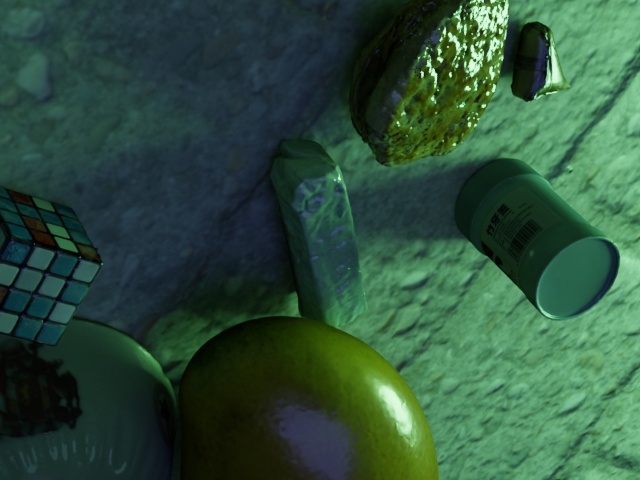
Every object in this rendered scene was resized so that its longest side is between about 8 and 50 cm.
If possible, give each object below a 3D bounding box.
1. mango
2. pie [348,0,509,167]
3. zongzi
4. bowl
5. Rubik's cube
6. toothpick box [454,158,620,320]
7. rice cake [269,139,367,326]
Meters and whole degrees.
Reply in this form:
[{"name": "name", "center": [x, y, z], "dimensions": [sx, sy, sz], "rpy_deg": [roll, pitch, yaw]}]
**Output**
[{"name": "mango", "center": [-0.018, 0.224, 1.377], "dimensions": [0.264, 0.221, 0.378], "rpy_deg": [-16, 128, 2]}, {"name": "pie", "center": [0.104, -0.152, 1.278], "dimensions": [0.163, 0.079, 0.193], "rpy_deg": [17, 113, -47]}, {"name": "zongzi", "center": [0.225, -0.178, 1.360], "dimensions": [0.083, 0.040, 0.076], "rpy_deg": [-13, 122, -37]}, {"name": "bowl", "center": [-0.264, 0.249, 1.297], "dimensions": [0.337, 0.157, 0.337], "rpy_deg": [-16, 128, -21]}, {"name": "Rubik's cube", "center": [-0.254, 0.020, 1.178], "dimensions": [0.092, 0.092, 0.092], "rpy_deg": [17, 112, -38]}, {"name": "toothpick box", "center": [0.214, -0.003, 1.398], "dimensions": [0.101, 0.153, 0.101], "rpy_deg": [-15, 129, -20]}, {"name": "rice cake", "center": [0.000, 0.000, 1.331], "dimensions": [0.063, 0.069, 0.206], "rpy_deg": [-24, 130, -14]}]
